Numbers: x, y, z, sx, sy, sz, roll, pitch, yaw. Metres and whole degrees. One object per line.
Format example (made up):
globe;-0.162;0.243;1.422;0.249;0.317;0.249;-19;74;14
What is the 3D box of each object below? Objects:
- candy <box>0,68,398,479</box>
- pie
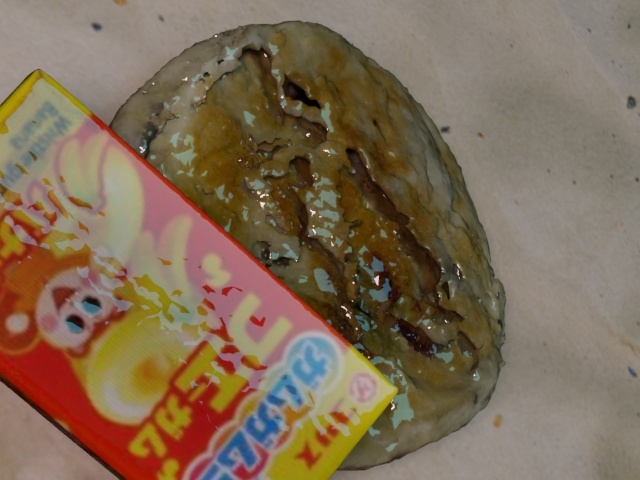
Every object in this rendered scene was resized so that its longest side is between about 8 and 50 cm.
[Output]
candy;-0.106;0.048;0.787;0.276;0.088;0.146;44;76;-12
pie;0.000;0.000;0.947;0.339;0.077;0.339;16;63;-35
